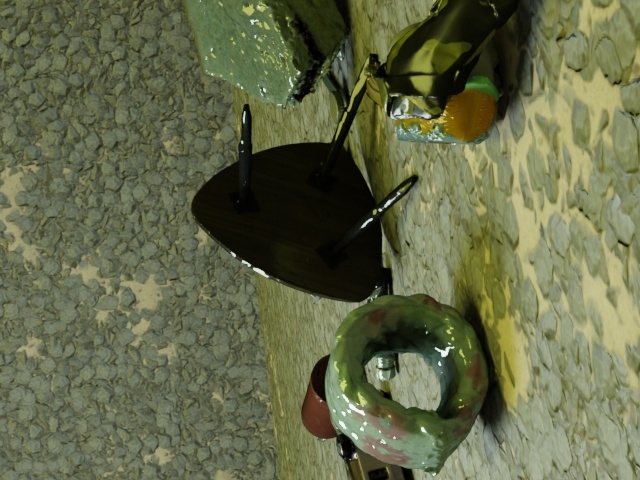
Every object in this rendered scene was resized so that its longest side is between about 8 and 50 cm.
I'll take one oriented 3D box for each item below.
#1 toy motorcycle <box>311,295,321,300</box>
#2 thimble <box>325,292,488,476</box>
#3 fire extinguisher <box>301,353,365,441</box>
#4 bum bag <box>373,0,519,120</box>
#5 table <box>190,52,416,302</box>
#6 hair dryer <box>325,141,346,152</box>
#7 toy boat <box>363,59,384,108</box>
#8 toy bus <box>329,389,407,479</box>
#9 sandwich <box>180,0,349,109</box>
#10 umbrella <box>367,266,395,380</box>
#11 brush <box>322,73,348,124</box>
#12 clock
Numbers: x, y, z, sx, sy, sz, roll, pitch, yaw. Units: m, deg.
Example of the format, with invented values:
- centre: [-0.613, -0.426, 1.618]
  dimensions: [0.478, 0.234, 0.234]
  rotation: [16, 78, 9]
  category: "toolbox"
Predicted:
- centre: [0.000, 0.000, 1.967]
  dimensions: [0.260, 0.110, 0.171]
  rotation: [23, 133, 56]
  category: "toy motorcycle"
- centre: [0.107, 0.178, 1.418]
  dimensions: [0.211, 0.185, 0.149]
  rotation: [62, 165, 23]
  category: "thimble"
- centre: [0.022, 0.307, 2.296]
  dimensions: [0.337, 0.106, 0.147]
  rotation: [105, -179, -65]
  category: "fire extinguisher"
- centre: [0.129, -0.209, 1.107]
  dimensions: [0.106, 0.060, 0.232]
  rotation: [53, 123, 37]
  category: "bum bag"
- centre: [0.004, -0.123, 1.737]
  dimensions: [0.249, 0.317, 0.317]
  rotation: [115, 148, -49]
  category: "table"
- centre: [0.030, -0.080, 2.059]
  dimensions: [0.181, 0.064, 0.117]
  rotation: [83, 173, -59]
  category: "hair dryer"
- centre: [0.094, -0.213, 1.592]
  dimensions: [0.149, 0.047, 0.049]
  rotation: [-123, 41, -63]
  category: "toy boat"
- centre: [0.095, 0.414, 1.913]
  dimensions: [0.138, 0.112, 0.317]
  rotation: [90, 170, -58]
  category: "toy bus"
- centre: [-0.098, -0.367, 1.964]
  dimensions: [0.325, 0.131, 0.262]
  rotation: [28, 144, 39]
  category: "sandwich"
- centre: [0.093, 0.135, 1.855]
  dimensions: [0.050, 0.046, 0.188]
  rotation: [-26, -65, -53]
  category: "umbrella"
- centre: [0.011, -0.279, 2.071]
  dimensions: [0.266, 0.027, 0.062]
  rotation: [-114, 18, -59]
  category: "brush"
- centre: [0.130, -0.174, 1.239]
  dimensions: [0.231, 0.103, 0.144]
  rotation: [-165, 79, -73]
  category: "clock"
